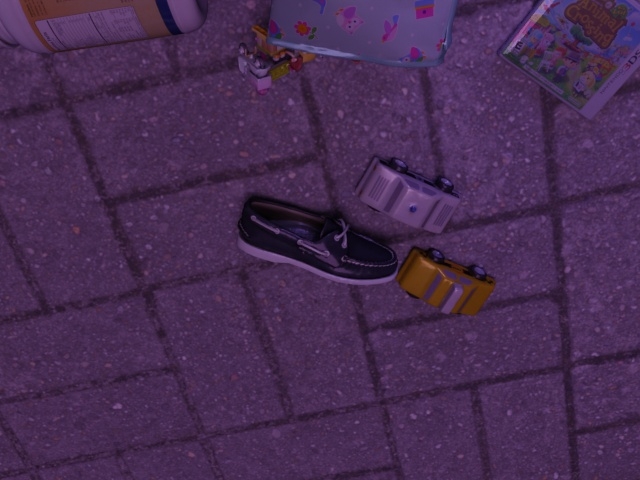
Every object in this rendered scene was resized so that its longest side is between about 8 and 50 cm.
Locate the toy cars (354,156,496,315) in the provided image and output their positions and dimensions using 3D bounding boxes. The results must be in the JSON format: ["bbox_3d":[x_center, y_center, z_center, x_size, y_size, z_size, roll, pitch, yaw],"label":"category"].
[{"bbox_3d":[0.203,0.012,1.496,0.176,0.087,0.394,-22,120,10],"label":"toy cars"}]

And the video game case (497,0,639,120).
[{"bbox_3d":[0.433,-0.327,1.336,0.212,0.023,0.193,30,116,-18],"label":"video game case"}]

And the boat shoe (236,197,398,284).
[{"bbox_3d":[0.000,0.000,1.457,0.302,0.114,0.091,11,124,-4],"label":"boat shoe"}]

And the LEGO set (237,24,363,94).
[{"bbox_3d":[-0.001,-0.294,1.295,0.286,0.132,0.107,-15,142,-20],"label":"LEGO set"}]

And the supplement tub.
[{"bbox_3d":[-0.334,-0.390,1.147,0.316,0.228,0.228,-7,121,3],"label":"supplement tub"}]

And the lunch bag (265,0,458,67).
[{"bbox_3d":[0.072,-0.372,1.145,0.262,0.160,0.224,12,124,5],"label":"lunch bag"}]
